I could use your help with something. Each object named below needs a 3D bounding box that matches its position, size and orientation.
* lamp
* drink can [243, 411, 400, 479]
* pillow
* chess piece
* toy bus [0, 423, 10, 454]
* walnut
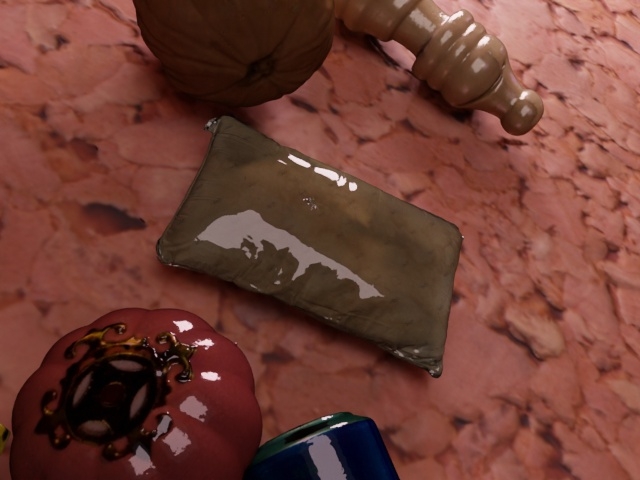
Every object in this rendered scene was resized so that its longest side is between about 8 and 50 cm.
[{"bbox_3d":[-0.131,0.137,0.499,0.181,0.140,0.182,-2,51,2],"label":"lamp"},{"bbox_3d":[0.024,0.238,0.500,0.118,0.118,0.205,-12,63,-27],"label":"drink can"},{"bbox_3d":[0.000,0.000,0.671,0.302,0.075,0.185,24,55,-8],"label":"pillow"},{"bbox_3d":[0.165,-0.254,0.885,0.307,0.124,0.139,40,21,2],"label":"chess piece"},{"bbox_3d":[-0.323,0.123,0.436,0.226,0.074,0.081,9,53,10],"label":"toy bus"},{"bbox_3d":[-0.090,-0.256,0.723,0.227,0.228,0.228,10,56,-15],"label":"walnut"}]
